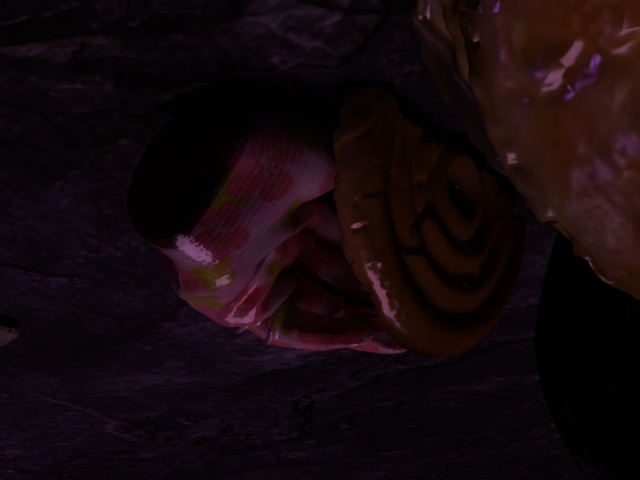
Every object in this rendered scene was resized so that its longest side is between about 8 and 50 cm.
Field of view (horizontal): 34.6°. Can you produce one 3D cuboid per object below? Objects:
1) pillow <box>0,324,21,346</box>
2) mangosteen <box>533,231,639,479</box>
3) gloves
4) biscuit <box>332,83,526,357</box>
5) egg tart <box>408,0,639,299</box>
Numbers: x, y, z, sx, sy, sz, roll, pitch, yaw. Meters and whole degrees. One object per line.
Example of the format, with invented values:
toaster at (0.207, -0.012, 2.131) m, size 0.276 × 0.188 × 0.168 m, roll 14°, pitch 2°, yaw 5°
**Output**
pillow at (-0.400, 0.114, 1.024) m, size 0.130 × 0.038 × 0.232 m, roll 17°, pitch 149°, yaw -43°
mangosteen at (0.296, 0.062, 0.655) m, size 0.313 × 0.297 × 0.297 m, roll -19°, pitch 155°, yaw 6°
gloves at (-0.010, 0.001, 0.684) m, size 0.126 × 0.145 × 0.241 m, roll -5°, pitch 155°, yaw 30°
biscuit at (0.075, 0.002, 0.671) m, size 0.033 × 0.145 × 0.224 m, roll -3°, pitch 154°, yaw 38°
egg tart at (0.154, -0.070, 0.320) m, size 0.132 × 0.341 × 0.341 m, roll -41°, pitch -175°, yaw -40°
